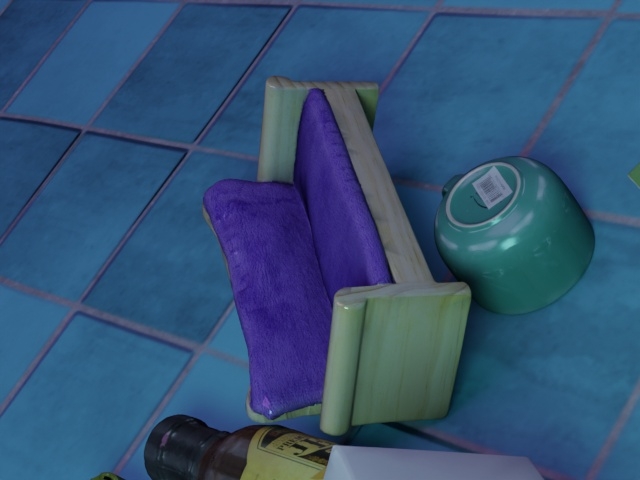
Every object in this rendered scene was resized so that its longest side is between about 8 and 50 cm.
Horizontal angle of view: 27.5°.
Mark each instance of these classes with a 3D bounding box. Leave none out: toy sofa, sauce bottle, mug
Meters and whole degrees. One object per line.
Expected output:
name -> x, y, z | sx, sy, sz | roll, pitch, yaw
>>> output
toy sofa -> 0.000, 0.000, 1.211 | 0.177, 0.150, 0.362 | -2, 38, -13
sauce bottle -> -0.024, 0.217, 1.109 | 0.344, 0.111, 0.111 | 11, 61, 44
mug -> 0.157, -0.012, 1.187 | 0.157, 0.097, 0.129 | -2, 52, 40

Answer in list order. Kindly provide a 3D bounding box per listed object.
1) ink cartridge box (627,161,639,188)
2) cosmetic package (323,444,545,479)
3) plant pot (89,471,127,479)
ink cartridge box -> 0.329, -0.018, 0.970 | 0.109, 0.062, 0.209 | -49, 36, 17
cosmetic package -> 0.100, 0.294, 0.749 | 0.365, 0.155, 0.197 | -126, 46, -63
plant pot -> -0.187, 0.260, 1.235 | 0.083, 0.079, 0.083 | -23, 42, 23
